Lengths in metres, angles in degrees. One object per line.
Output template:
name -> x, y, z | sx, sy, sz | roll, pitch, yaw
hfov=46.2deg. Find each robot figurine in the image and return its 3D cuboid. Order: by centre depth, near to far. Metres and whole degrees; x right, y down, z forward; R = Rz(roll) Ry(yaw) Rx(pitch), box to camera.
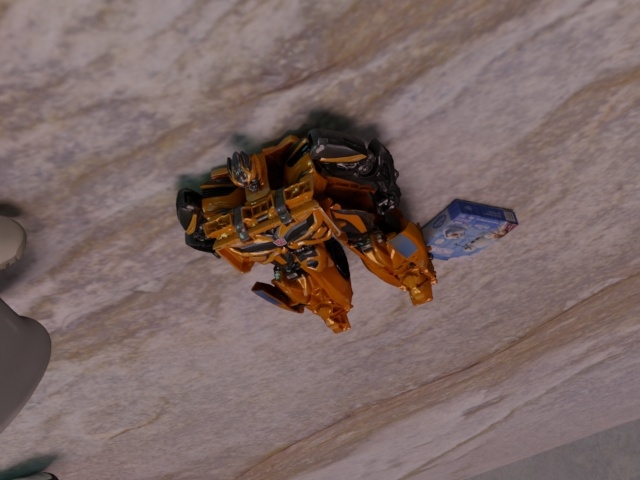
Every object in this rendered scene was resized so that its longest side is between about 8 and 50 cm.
robot figurine -> 0.000, 0.000, 0.722 | 0.211, 0.085, 0.291 | -23, 150, 20

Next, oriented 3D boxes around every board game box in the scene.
board game box -> 0.159, -0.008, 0.842 | 0.090, 0.020, 0.090 | 8, 145, -32

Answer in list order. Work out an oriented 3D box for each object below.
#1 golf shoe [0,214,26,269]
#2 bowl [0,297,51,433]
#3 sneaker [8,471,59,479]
golf shoe -> -0.320, -0.016, 0.589 | 0.176, 0.069, 0.086 | 5, 140, -31
bowl -> -0.391, 0.108, 0.622 | 0.297, 0.298, 0.134 | -18, 116, 9
sneaker -> -0.640, 0.502, 1.247 | 0.447, 0.169, 0.257 | -29, 149, 30
